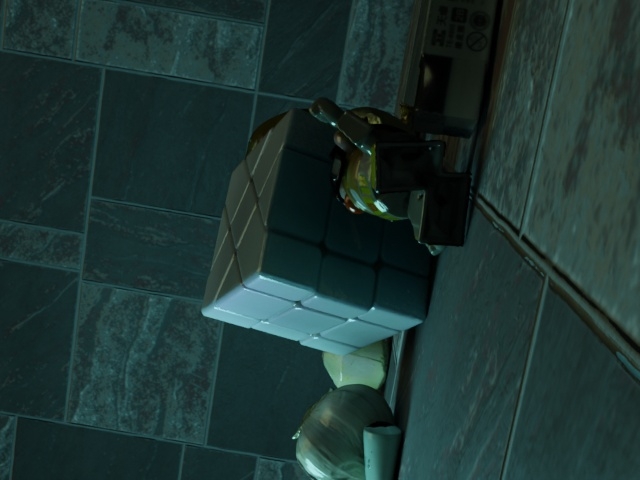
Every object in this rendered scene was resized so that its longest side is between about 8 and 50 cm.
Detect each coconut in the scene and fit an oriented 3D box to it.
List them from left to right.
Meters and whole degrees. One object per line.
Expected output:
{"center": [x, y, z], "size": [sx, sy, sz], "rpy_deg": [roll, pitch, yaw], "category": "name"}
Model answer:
{"center": [0.079, 0.276, 1.986], "size": [0.147, 0.152, 0.147], "rpy_deg": [8, -90, -87], "category": "coconut"}

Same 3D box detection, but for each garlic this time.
{"center": [0.063, 0.345, 1.587], "size": [0.143, 0.178, 0.229], "rpy_deg": [-59, -7, 32], "category": "garlic"}

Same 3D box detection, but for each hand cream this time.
{"center": [0.097, 0.475, 1.503], "size": [0.109, 0.067, 0.321], "rpy_deg": [-91, 6, -85], "category": "hand cream"}

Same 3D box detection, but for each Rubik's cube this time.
{"center": [0.000, 0.000, 1.565], "size": [0.318, 0.315, 0.322], "rpy_deg": [-35, 40, 59], "category": "Rubik's cube"}

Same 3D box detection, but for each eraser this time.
{"center": [0.208, -0.355, 1.233], "size": [0.096, 0.098, 0.404], "rpy_deg": [76, -156, -80], "category": "eraser"}

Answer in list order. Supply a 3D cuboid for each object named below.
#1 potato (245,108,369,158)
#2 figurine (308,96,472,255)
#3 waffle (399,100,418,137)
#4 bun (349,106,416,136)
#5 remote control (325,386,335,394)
{"center": [-0.043, -0.102, 1.897], "size": [0.290, 0.295, 0.397], "rpy_deg": [48, 130, 41], "category": "potato"}
{"center": [0.104, -0.092, 1.261], "size": [0.309, 0.143, 0.308], "rpy_deg": [61, 171, 16], "category": "figurine"}
{"center": [0.214, -0.219, 2.219], "size": [0.245, 0.052, 0.254], "rpy_deg": [-86, 3, -52], "category": "waffle"}
{"center": [0.127, -0.193, 2.054], "size": [0.152, 0.259, 0.260], "rpy_deg": [-13, -63, -54], "category": "bun"}
{"center": [0.073, 0.430, 2.300], "size": [0.285, 0.123, 0.038], "rpy_deg": [106, 175, -76], "category": "remote control"}
